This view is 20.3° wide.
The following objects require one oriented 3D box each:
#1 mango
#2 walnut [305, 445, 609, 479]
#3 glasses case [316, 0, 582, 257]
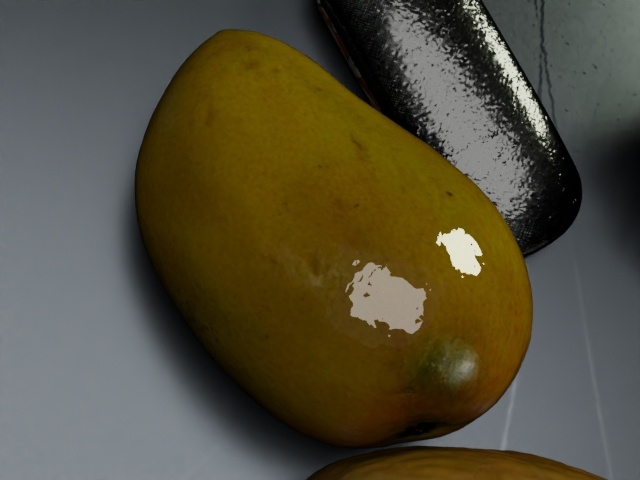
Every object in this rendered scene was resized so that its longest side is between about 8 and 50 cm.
[{"bbox_3d":[0.000,0.000,1.185,0.211,0.173,0.317,-36,74,-17],"label":"mango"},{"bbox_3d":[0.109,0.230,1.137,0.297,0.203,0.203,13,75,-9],"label":"walnut"},{"bbox_3d":[0.091,-0.109,1.279,0.103,0.067,0.267,-28,84,-8],"label":"glasses case"}]
